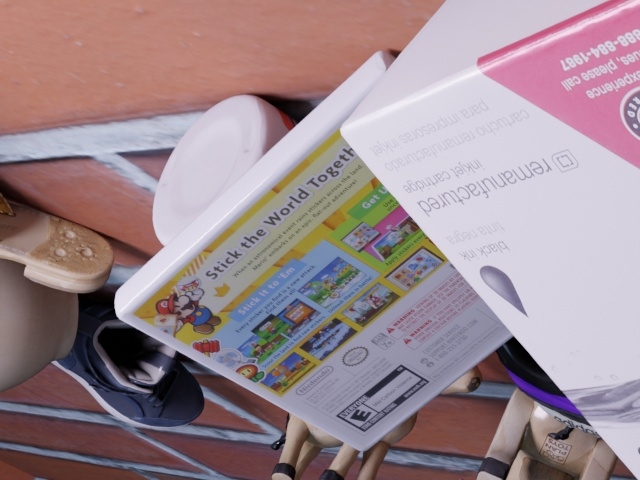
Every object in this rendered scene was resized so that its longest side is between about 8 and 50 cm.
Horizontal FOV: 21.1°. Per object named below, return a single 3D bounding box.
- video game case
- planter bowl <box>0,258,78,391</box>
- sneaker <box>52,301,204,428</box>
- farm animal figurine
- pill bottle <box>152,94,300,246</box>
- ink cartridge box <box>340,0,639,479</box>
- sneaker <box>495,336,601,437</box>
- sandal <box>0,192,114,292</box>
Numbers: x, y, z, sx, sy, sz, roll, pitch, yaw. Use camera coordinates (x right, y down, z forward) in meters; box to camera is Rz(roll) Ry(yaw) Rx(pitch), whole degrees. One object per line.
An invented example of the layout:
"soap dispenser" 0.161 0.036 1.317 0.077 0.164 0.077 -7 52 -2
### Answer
"video game case" 0.030 0.016 1.004 0.206 0.026 0.227 32 120 -32
"planter bowl" -0.284 0.062 1.549 0.109 0.162 0.162 1 174 -30
"sneaker" -0.169 0.133 1.705 0.226 0.086 0.163 35 160 -36
"farm animal figurine" 0.151 0.165 1.337 0.330 0.172 0.327 31 149 -6
"pill bottle" 0.000 0.000 1.074 0.193 0.108 0.108 32 159 -32
"ink cartridge box" 0.179 0.000 0.684 0.283 0.117 0.207 48 147 -15
"sneaker" 0.224 0.078 1.062 0.293 0.102 0.146 7 157 37
"sandal" -0.282 -0.030 1.410 0.240 0.088 0.079 16 132 -6
